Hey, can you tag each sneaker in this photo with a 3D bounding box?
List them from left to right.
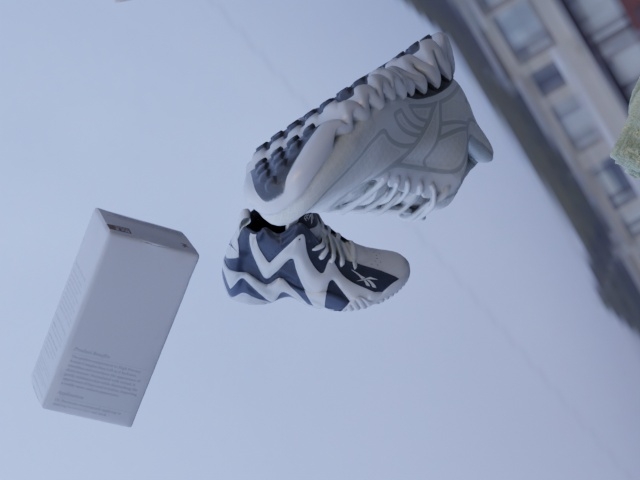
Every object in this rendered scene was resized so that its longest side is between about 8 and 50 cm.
[{"bbox_3d":[0.000,0.000,2.194,0.094,0.235,0.153,-90,5,-49],"label":"sneaker"},{"bbox_3d":[0.047,-0.063,1.308,0.118,0.110,0.292,59,-146,-3],"label":"sneaker"}]

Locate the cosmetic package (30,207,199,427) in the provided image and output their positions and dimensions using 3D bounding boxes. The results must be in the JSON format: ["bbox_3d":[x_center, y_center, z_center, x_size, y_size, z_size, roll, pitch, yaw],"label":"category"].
[{"bbox_3d":[-0.238,0.090,2.062,0.117,0.231,0.085,16,-165,-26],"label":"cosmetic package"}]

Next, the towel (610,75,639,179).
[{"bbox_3d":[0.294,-0.079,1.299,0.148,0.110,0.027,20,-176,15],"label":"towel"}]

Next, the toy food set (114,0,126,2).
[{"bbox_3d":[-0.125,-0.387,1.890,0.092,0.306,0.220,-39,-64,-58],"label":"toy food set"}]
